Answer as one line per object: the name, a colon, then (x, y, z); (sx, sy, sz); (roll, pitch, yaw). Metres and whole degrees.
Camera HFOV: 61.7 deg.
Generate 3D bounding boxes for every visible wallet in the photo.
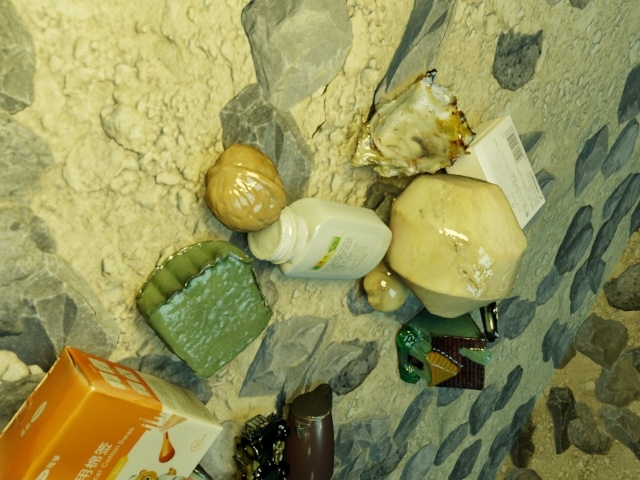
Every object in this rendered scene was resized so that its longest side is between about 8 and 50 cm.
wallet: (0.534, 0.228, 1.711); (0.379, 0.046, 0.190); (41, 43, -71)

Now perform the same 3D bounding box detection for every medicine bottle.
medicine bottle: (0.000, 0.000, 1.164); (0.324, 0.124, 0.179); (6, 131, -47)

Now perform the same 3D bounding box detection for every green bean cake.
green bean cake: (-0.216, 0.122, 1.034); (0.222, 0.125, 0.227); (-37, 132, -19)

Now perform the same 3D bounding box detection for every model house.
model house: (0.408, 0.374, 1.685); (0.230, 0.249, 0.280); (-34, 132, -24)

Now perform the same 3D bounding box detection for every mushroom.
mushroom: (0.177, 0.119, 1.417); (0.148, 0.112, 0.148); (-21, 123, -35)

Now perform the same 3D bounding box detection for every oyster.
oyster: (0.215, -0.227, 1.237); (0.361, 0.096, 0.221); (-42, 95, -27)

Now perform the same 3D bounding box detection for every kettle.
kettle: (-0.015, 0.517, 1.452); (0.202, 0.144, 0.232); (-31, 132, -54)

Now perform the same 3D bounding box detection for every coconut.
coconut: (0.310, 0.017, 1.278); (0.352, 0.352, 0.352); (-23, 127, -34)

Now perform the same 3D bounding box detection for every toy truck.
toy truck: (-0.156, 0.549, 1.338); (0.127, 0.127, 0.257); (-19, 125, -44)

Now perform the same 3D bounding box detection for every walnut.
walnut: (-0.135, -0.090, 0.975); (0.166, 0.149, 0.166); (6, 90, -66)

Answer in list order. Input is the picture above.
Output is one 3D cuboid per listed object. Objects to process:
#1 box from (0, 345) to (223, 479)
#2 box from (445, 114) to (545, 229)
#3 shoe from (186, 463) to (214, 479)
box: (-0.384, 0.365, 0.996); (0.225, 0.143, 0.341); (-54, 139, -5)
box: (0.467, -0.162, 1.436); (0.203, 0.116, 0.274); (-41, 109, -34)
shoe: (-0.293, 0.635, 1.260); (0.137, 0.114, 0.291); (-39, 132, -28)
